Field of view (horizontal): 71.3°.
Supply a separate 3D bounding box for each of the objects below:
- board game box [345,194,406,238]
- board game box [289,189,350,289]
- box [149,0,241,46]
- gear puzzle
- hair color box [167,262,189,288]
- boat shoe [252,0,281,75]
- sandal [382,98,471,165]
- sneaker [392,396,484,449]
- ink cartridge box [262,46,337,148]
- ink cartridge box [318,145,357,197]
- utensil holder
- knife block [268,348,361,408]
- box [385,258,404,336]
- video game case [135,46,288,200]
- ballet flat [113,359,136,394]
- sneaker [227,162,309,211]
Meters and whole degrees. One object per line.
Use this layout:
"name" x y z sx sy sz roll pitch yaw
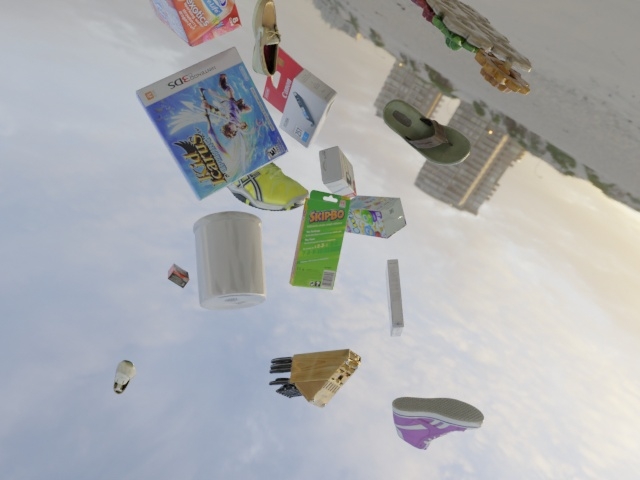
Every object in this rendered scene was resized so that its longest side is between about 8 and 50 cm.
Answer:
"board game box" 0.237 -0.114 2.070 0.144 0.142 0.275 -32 -154 -31
"board game box" 0.000 0.000 1.196 0.124 0.259 0.039 9 -172 -25
"box" -0.283 -0.523 0.935 0.123 0.128 0.257 -30 -131 -15
"gear puzzle" 0.228 -0.303 0.678 0.176 0.044 0.338 14 -138 -24
"hair color box" -0.550 0.135 1.726 0.072 0.043 0.141 37 176 -20
"boat shoe" -0.093 -0.367 0.811 0.045 0.135 0.050 35 -132 28
"sandal" 0.321 -0.331 1.387 0.303 0.120 0.086 32 -166 5
"sneaker" 0.375 0.592 1.420 0.282 0.160 0.102 -2 -166 26
"ink cartridge box" -0.097 -0.485 1.544 0.261 0.296 0.066 38 -113 -1
"ink cartridge box" 0.063 -0.231 1.554 0.175 0.073 0.127 34 -133 -66
"utensil holder" -0.418 0.103 2.074 0.328 0.328 0.385 6 -115 -33
"knife block" -0.036 0.412 1.466 0.242 0.275 0.088 40 177 45
"box" 0.348 0.275 2.112 0.059 0.232 0.321 -2 -113 5
"video game case" -0.241 -0.266 1.030 0.244 0.269 0.061 -32 -164 -15
"ballet flat" -0.578 0.407 1.310 0.057 0.168 0.052 22 -134 -8
"sneaker" -0.206 -0.206 1.261 0.385 0.147 0.145 25 -148 4
